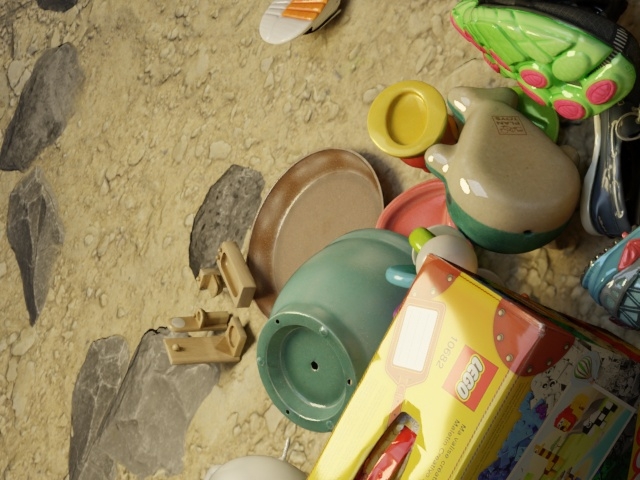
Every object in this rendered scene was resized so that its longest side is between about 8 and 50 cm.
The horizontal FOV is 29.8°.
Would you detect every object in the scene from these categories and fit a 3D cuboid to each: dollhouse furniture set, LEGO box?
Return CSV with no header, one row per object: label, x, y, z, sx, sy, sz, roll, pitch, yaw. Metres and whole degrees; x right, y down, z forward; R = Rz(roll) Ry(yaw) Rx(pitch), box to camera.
dollhouse furniture set,-0.196,0.104,2.027,0.144,0.123,0.151,63,143,41
LEGO box,0.180,0.313,1.396,0.193,0.372,0.500,35,100,47

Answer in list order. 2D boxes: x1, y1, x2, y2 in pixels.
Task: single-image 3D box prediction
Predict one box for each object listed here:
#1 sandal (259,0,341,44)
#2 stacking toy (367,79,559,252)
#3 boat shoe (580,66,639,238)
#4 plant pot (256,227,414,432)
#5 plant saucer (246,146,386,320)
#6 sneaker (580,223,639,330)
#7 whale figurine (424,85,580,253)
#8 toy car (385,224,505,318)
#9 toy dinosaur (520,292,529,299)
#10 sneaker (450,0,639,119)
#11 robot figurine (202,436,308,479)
sandal,0.003,-0.433,2.127,0.102,0.076,0.265,29,75,34
stacking toy,0.218,-0.077,1.758,0.280,0.130,0.308,-4,72,18
boat shoe,0.398,-0.128,1.558,0.079,0.095,0.254,4,78,49
plant pot,0.036,0.148,1.652,0.293,0.196,0.293,16,116,36
plant saucer,0.000,0.000,1.958,0.311,0.050,0.310,-20,61,41
sneaker,0.452,0.011,1.465,0.262,0.104,0.125,-44,70,24
whale figurine,0.240,-0.095,1.623,0.141,0.216,0.272,101,162,-45
toy car,0.158,0.072,1.525,0.136,0.182,0.159,-40,7,7
toy dinosaur,0.287,0.112,1.633,0.090,0.047,0.082,9,68,14
sneaker,0.304,-0.301,1.575,0.202,0.185,0.483,-44,20,8
robot figurine,-0.118,0.463,1.775,0.353,0.200,0.300,-57,44,13
